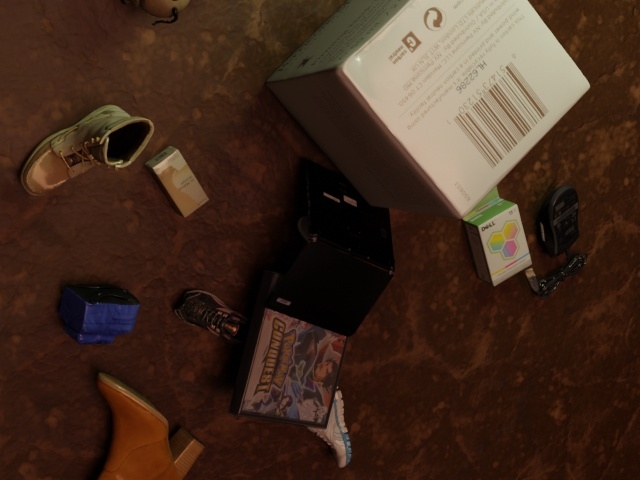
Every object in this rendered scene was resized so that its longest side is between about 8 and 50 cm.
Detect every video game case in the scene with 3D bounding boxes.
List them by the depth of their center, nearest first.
[{"bbox_3d":[-0.046,0.216,2.003,0.248,0.035,0.275,19,82,-45],"label":"video game case"}]

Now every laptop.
[{"bbox_3d":[0.019,0.019,1.998,0.234,0.136,0.264,24,51,-40],"label":"laptop"}]

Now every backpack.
[{"bbox_3d":[-0.383,0.127,1.807,0.120,0.098,0.101,-1,115,-43],"label":"backpack"}]

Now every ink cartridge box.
[{"bbox_3d":[0.374,-0.019,2.223,0.109,0.062,0.209,-28,116,-20],"label":"ink cartridge box"}]

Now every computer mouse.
[{"bbox_3d":[0.506,0.002,2.313,0.184,0.060,0.262,-38,132,-20],"label":"computer mouse"}]

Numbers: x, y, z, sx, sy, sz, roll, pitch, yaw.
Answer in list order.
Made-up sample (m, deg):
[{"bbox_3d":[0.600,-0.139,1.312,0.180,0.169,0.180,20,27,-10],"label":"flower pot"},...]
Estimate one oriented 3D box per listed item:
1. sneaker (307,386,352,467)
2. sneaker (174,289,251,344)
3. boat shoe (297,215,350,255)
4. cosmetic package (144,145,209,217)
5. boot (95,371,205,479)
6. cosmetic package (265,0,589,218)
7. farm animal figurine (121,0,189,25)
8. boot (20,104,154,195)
[{"bbox_3d":[0.010,0.386,2.137,0.082,0.071,0.191,-17,105,-18],"label":"sneaker"},{"bbox_3d":[-0.184,0.148,1.938,0.178,0.077,0.072,23,92,-33],"label":"sneaker"},{"bbox_3d":[0.000,0.000,2.021,0.142,0.040,0.049,38,66,-33],"label":"boat shoe"},{"bbox_3d":[-0.255,-0.104,1.842,0.060,0.041,0.115,-40,120,-15],"label":"cosmetic package"},{"bbox_3d":[-0.362,0.392,1.892,0.211,0.104,0.295,-49,126,-9],"label":"boot"},{"bbox_3d":[0.169,-0.270,1.794,0.329,0.393,0.327,-46,107,-11],"label":"cosmetic package"},{"bbox_3d":[-0.293,-0.487,1.625,0.330,0.172,0.327,-35,119,-17],"label":"farm animal figurine"},{"bbox_3d":[-0.380,-0.140,1.682,0.213,0.165,0.077,-40,120,-16],"label":"boot"}]
